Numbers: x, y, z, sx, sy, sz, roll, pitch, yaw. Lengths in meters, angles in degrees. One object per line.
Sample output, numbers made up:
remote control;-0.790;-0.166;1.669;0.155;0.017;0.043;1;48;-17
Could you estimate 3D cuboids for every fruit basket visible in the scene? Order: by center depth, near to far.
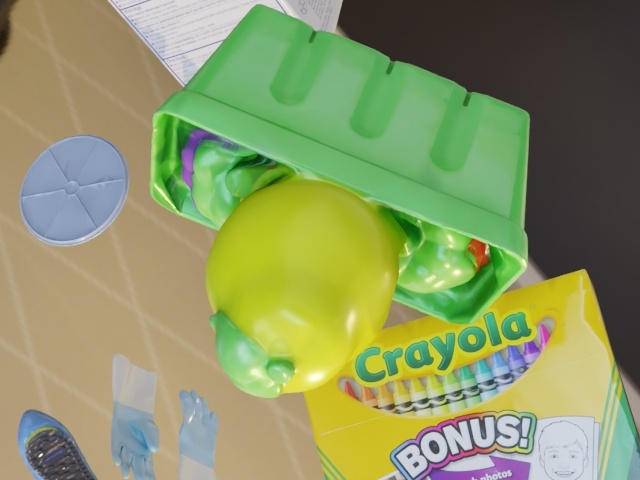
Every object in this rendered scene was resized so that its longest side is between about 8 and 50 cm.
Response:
fruit basket;0.000;0.000;1.191;0.392;0.392;0.283;-37;170;-18

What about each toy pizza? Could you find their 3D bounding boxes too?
toy pizza;-0.409;-0.082;2.101;0.201;0.201;0.032;-39;153;0

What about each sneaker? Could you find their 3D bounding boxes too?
sneaker;-0.308;0.293;1.532;0.069;0.209;0.082;-28;-153;-15

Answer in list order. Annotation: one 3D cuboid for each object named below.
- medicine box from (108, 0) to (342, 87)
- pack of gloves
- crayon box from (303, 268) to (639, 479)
medicine box;-0.154;-0.387;1.898;0.263;0.289;0.149;-12;-133;31
pack of gloves;-0.217;0.281;1.857;0.046;0.195;0.232;-43;-146;29
crayon box;0.184;0.238;1.473;0.363;0.313;0.106;-18;167;12
